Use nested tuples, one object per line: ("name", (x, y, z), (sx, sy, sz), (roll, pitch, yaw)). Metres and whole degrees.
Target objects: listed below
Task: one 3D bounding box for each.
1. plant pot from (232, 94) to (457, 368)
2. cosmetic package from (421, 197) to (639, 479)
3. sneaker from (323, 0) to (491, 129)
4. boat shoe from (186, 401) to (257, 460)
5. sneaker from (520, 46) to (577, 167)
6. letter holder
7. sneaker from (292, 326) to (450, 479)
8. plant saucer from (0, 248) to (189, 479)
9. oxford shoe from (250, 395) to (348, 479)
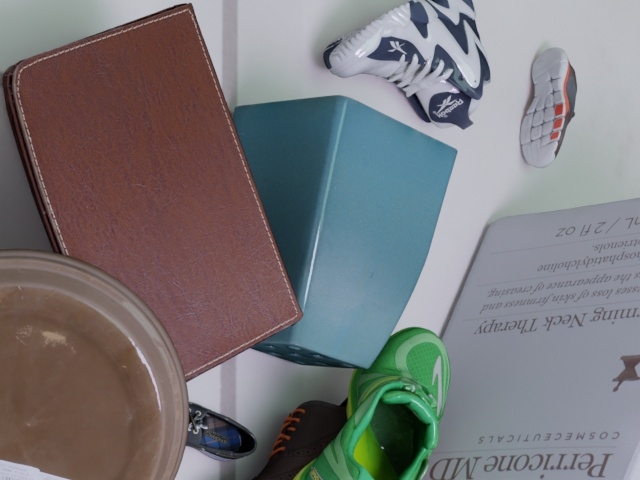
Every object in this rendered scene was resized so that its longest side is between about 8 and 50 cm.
("plant pot", (0.000, 0.000, 1.598), (0.165, 0.165, 0.234), (22, 76, -39))
("cosmetic package", (0.331, 0.203, 1.753), (0.327, 0.329, 0.394), (46, 54, -29))
("sneaker", (0.110, -0.181, 1.772), (0.235, 0.094, 0.153), (-33, 97, -52))
("boat shoe", (-0.119, 0.172, 1.528), (0.142, 0.040, 0.049), (26, 66, -38))
("sneaker", (0.286, -0.153, 1.963), (0.065, 0.061, 0.158), (33, 62, -43))
("letter holder", (-0.182, -0.024, 1.429), (0.214, 0.152, 0.302), (-28, 102, -41))
("sneaker", (0.075, 0.179, 1.546), (0.109, 0.123, 0.295), (46, 37, -10))
("plant saucer", (-0.242, 0.145, 1.306), (0.277, 0.041, 0.278), (-2, 100, -10))
("oxford shoe", (-0.024, 0.217, 1.590), (0.271, 0.097, 0.098), (-18, 80, -51))
